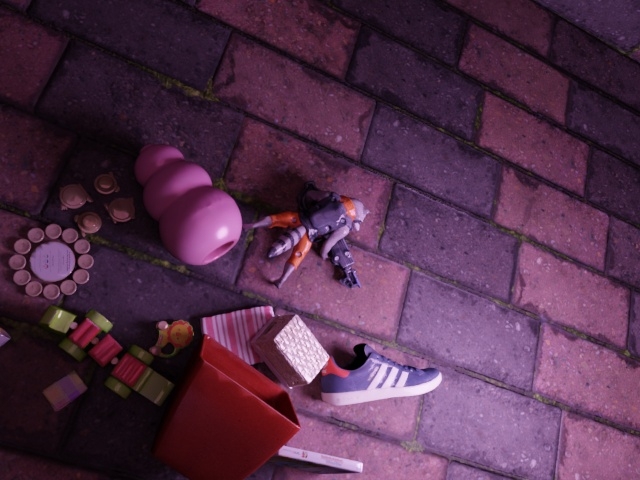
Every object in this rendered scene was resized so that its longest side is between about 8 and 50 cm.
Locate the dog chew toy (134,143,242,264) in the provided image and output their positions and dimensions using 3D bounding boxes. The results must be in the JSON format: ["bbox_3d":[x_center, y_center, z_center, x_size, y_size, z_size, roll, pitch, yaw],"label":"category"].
[{"bbox_3d":[-0.347,-0.103,1.389,0.207,0.206,0.332,-34,81,-25],"label":"dog chew toy"}]

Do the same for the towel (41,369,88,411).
[{"bbox_3d":[-0.588,0.345,1.270,0.083,0.009,0.060,-37,90,-26],"label":"towel"}]

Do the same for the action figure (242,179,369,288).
[{"bbox_3d":[0.000,0.000,1.508,0.330,0.178,0.341,-32,87,-16],"label":"action figure"}]

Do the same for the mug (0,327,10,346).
[{"bbox_3d":[-0.739,0.220,1.226,0.064,0.078,0.062,-51,130,-16],"label":"mug"}]

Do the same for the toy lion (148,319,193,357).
[{"bbox_3d":[-0.367,0.245,1.375,0.096,0.034,0.100,20,70,-24],"label":"toy lion"}]

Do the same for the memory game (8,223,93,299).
[{"bbox_3d":[-0.643,0.050,1.326,0.186,0.012,0.186,6,74,-20],"label":"memory game"}]

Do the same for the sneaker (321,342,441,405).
[{"bbox_3d":[0.168,0.348,1.499,0.350,0.131,0.148,-3,81,-22],"label":"sneaker"}]

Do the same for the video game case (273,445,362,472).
[{"bbox_3d":[-0.040,0.525,1.318,0.206,0.227,0.026,18,62,-16],"label":"video game case"}]

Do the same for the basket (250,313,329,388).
[{"bbox_3d":[-0.075,0.281,1.414,0.167,0.103,0.113,53,52,-12],"label":"basket"}]

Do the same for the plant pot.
[{"bbox_3d":[-0.233,0.406,1.262,0.267,0.267,0.235,38,85,-9],"label":"plant pot"}]

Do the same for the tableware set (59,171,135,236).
[{"bbox_3d":[-0.561,-0.093,1.393,0.169,0.020,0.141,-25,87,-25],"label":"tableware set"}]

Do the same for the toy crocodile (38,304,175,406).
[{"bbox_3d":[-0.490,0.263,1.278,0.340,0.105,0.115,41,66,-7],"label":"toy crocodile"}]

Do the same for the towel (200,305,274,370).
[{"bbox_3d":[-0.207,0.254,1.437,0.197,0.029,0.144,-8,82,-23],"label":"towel"}]
